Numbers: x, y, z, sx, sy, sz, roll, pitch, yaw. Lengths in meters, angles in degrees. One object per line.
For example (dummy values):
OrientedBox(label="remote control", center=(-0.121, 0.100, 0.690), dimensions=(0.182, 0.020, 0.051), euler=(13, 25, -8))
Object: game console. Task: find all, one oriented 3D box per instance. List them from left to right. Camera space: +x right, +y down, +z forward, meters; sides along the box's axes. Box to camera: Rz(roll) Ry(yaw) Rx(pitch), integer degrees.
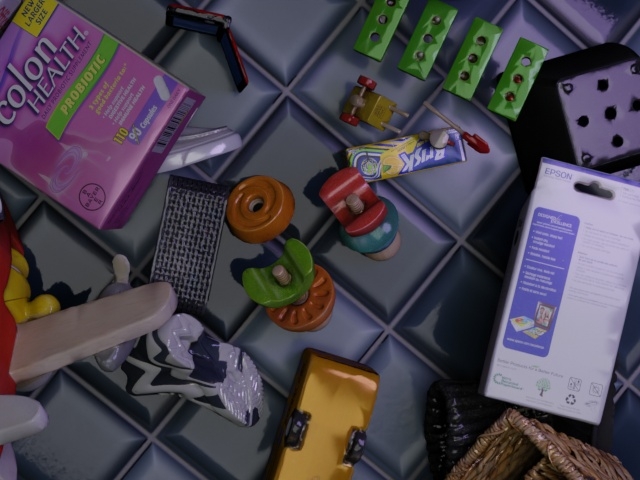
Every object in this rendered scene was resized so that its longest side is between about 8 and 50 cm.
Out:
OrientedBox(label="game console", center=(-0.155, -0.258, 1.716), dimensions=(0.124, 0.144, 0.085), euler=(11, 90, -8))

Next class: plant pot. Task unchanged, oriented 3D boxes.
OrientedBox(label="plant pot", center=(0.378, -0.173, 1.782), dimensions=(0.187, 0.167, 0.188), euler=(-16, 96, -6))

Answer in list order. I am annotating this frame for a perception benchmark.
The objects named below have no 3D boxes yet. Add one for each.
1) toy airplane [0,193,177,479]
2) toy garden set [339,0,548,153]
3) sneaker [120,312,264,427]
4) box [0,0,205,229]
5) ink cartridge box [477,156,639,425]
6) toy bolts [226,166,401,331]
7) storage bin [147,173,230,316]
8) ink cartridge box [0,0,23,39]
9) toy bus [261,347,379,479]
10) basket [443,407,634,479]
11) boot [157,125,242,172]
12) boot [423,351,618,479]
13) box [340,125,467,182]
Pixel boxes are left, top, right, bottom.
OrientedBox(label="toy airplane", center=(-0.417, 0.145, 1.637), dimensions=(0.386, 0.272, 0.384), euler=(26, 74, 24))
OrientedBox(label="toy garden set", center=(0.159, -0.218, 1.757), dimensions=(0.244, 0.049, 0.204), euler=(25, 93, 6))
OrientedBox(label="sneaker", center=(-0.193, 0.186, 1.768), dimensions=(0.235, 0.153, 0.094), euler=(40, 54, -43))
OrientedBox(label="box", center=(-0.312, -0.168, 1.642), dimensions=(0.243, 0.117, 0.214), euler=(34, 94, 4))
OrientedBox(label="ink cartridge box", center=(0.331, 0.068, 1.714), dimensions=(0.165, 0.065, 0.333), euler=(15, 87, -1))
OrientedBox(label="toy bolts", center=(0.000, 0.000, 1.781), dimensions=(0.228, 0.158, 0.218), euler=(-32, 56, 5))
OrientedBox(label="storage bin", center=(-0.183, 0.006, 1.735), dimensions=(0.084, 0.122, 0.180), euler=(11, 91, -8))
OrientedBox(label="ink cartridge box", center=(-0.559, -0.212, 1.593), dimensions=(0.166, 0.285, 0.395), euler=(41, 87, -9))
OrientedBox(label="toy bus", center=(-0.020, 0.326, 1.768), dimensions=(0.108, 0.130, 0.333), euler=(18, 90, -9))
OrientedBox(label="basket", center=(0.274, 0.418, 1.703), dimensions=(0.223, 0.213, 0.299), euler=(27, 114, -28))
OrientedBox(label="boot", center=(-0.243, -0.151, 1.731), dimensions=(0.258, 0.095, 0.124), euler=(-13, 96, -3))
OrientedBox(label="boot", center=(0.280, 0.185, 1.802), dimensions=(0.260, 0.131, 0.348), euler=(-1, 93, -8))
OrientedBox(label="box", center=(0.117, -0.120, 1.802), dimensions=(0.168, 0.059, 0.054), euler=(-13, 94, -7))
